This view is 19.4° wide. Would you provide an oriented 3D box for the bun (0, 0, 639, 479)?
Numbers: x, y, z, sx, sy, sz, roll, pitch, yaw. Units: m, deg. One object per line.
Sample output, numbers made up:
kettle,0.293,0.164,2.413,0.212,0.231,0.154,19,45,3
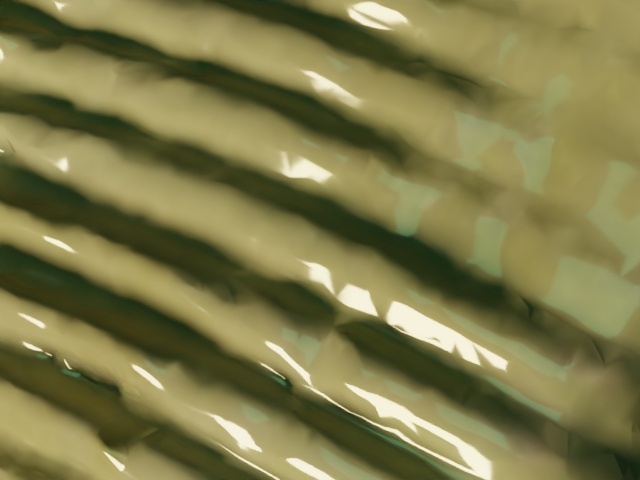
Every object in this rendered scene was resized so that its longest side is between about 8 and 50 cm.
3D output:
bun,0.000,0.000,0.467,0.361,0.213,0.361,-10,69,27
